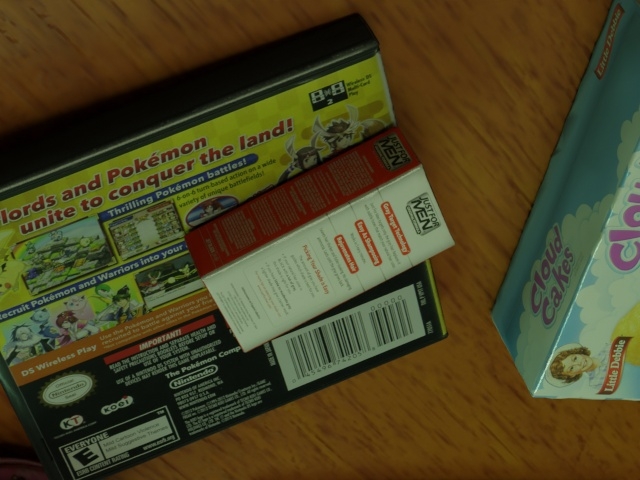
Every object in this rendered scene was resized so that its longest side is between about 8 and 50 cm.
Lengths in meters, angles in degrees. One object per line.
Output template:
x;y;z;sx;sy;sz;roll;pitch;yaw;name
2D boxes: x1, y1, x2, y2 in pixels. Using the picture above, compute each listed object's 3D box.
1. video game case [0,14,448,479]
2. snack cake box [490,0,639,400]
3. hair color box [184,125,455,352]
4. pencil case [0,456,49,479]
-0.072;0.017;1.058;0.275;0.035;0.248;-22;132;-6;video game case
0.224;-0.023;1.096;0.152;0.089;0.264;2;128;-20;snack cake box
0.000;0.000;1.021;0.141;0.043;0.072;-26;132;0;hair color box
-0.258;0.316;1.178;0.167;0.160;0.386;-4;136;-46;pencil case
